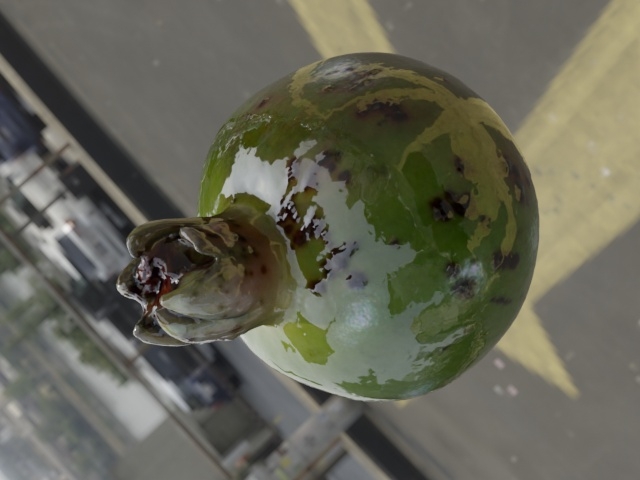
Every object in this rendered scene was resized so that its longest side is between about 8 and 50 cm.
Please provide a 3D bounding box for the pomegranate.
[{"bbox_3d":[0.000,-0.001,0.770,0.179,0.210,0.179,167,90,-81],"label":"pomegranate"}]
